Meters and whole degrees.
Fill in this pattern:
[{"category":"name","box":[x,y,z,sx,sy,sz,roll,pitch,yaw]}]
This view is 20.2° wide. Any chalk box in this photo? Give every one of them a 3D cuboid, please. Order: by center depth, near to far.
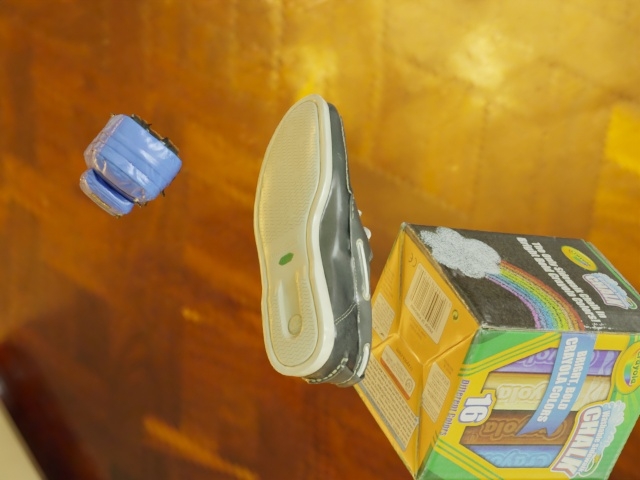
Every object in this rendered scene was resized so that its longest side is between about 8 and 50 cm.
[{"category":"chalk box","box":[0.203,0.111,1.723,0.180,0.289,0.179,55,131,49]}]

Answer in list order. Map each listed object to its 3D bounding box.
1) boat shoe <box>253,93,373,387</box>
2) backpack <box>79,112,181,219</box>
[{"category":"boat shoe","box":[0.000,0.000,1.404,0.084,0.079,0.233,-22,61,42]},{"category":"backpack","box":[-0.203,-0.078,1.926,0.098,0.101,0.120,35,168,-12]}]
